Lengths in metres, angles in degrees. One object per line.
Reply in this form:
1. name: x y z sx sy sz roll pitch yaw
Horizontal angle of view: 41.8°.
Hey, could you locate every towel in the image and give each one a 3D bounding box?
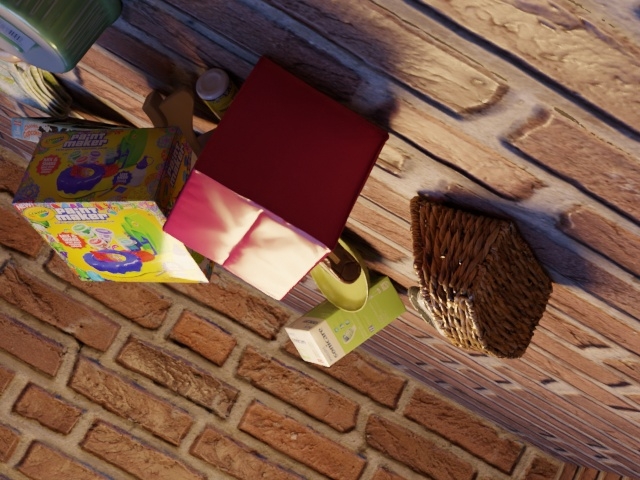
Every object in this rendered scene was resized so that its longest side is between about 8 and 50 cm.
1. towel: -0.843 -0.461 2.152 0.374 0.090 0.320 27 167 10

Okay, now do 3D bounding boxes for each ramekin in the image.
1. ramekin: -0.511 -0.422 1.434 0.303 0.148 0.303 27 168 7

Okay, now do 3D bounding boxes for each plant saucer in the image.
1. plant saucer: 0.052 0.074 2.204 0.241 0.037 0.241 34 139 35

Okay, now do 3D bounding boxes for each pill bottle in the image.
1. pill bottle: -0.175 -0.259 1.540 0.065 0.065 0.116 22 166 29

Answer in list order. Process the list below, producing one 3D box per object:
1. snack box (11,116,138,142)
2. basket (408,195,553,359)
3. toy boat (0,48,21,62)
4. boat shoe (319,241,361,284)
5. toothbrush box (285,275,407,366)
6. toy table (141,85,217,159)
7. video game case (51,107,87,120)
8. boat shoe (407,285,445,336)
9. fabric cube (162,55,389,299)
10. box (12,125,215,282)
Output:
1. snack box: -0.657 -0.288 2.242 0.322 0.060 0.187 14 -165 38
2. basket: 0.272 0.089 1.596 0.223 0.213 0.299 18 163 38
3. toy boat: -0.645 -0.462 1.665 0.231 0.151 0.151 30 -163 -6
4. boat shoe: -0.006 0.005 2.074 0.257 0.095 0.095 55 167 -19
5. toothbrush box: 0.069 0.222 2.369 0.122 0.283 0.206 61 160 -8
6. toy table: -0.321 -0.201 1.758 0.161 0.274 0.252 48 -167 -28
7. video game case: -0.745 -0.359 2.495 0.173 0.022 0.190 38 165 -34
8. boat shoe: 0.306 0.187 2.252 0.070 0.078 0.219 15 154 45
9. fabric cube: -0.079 -0.096 1.417 0.259 0.254 0.258 32 150 -7
10. box: -0.373 -0.063 1.616 0.290 0.177 0.279 0 146 17
